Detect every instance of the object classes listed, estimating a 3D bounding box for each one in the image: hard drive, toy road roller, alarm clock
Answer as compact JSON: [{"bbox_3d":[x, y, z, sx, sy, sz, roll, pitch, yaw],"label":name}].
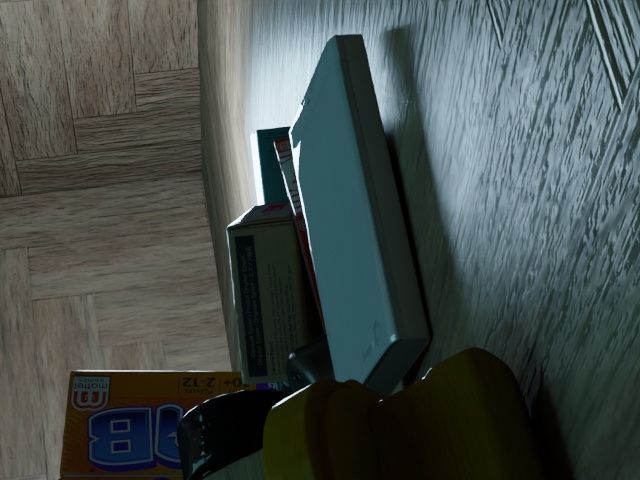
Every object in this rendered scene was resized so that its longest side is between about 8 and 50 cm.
[{"bbox_3d":[0.031,-0.012,1.533,0.203,0.040,0.307,117,146,-61],"label":"hard drive"},{"bbox_3d":[0.074,0.208,1.109,0.329,0.241,0.202,35,-146,-46],"label":"toy road roller"},{"bbox_3d":[0.005,0.167,1.762,0.129,0.064,0.192,68,166,-16],"label":"alarm clock"}]

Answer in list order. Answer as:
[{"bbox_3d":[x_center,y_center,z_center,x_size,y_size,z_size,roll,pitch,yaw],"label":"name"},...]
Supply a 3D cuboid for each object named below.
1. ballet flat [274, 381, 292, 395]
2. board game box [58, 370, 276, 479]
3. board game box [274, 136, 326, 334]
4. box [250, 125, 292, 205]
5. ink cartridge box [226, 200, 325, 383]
[{"bbox_3d":[-0.020,0.215,2.189,0.087,0.083,0.247,47,-151,-59],"label":"ballet flat"},{"bbox_3d":[-0.191,0.435,2.385,0.356,0.356,0.356,92,177,-51],"label":"board game box"},{"bbox_3d":[0.000,0.000,1.780,0.146,0.045,0.193,-107,3,-53],"label":"board game box"},{"bbox_3d":[-0.049,-0.030,2.189,0.100,0.060,0.244,-178,81,-83],"label":"box"},{"bbox_3d":[-0.050,0.058,1.986,0.234,0.088,0.193,-49,-47,-81],"label":"ink cartridge box"}]
